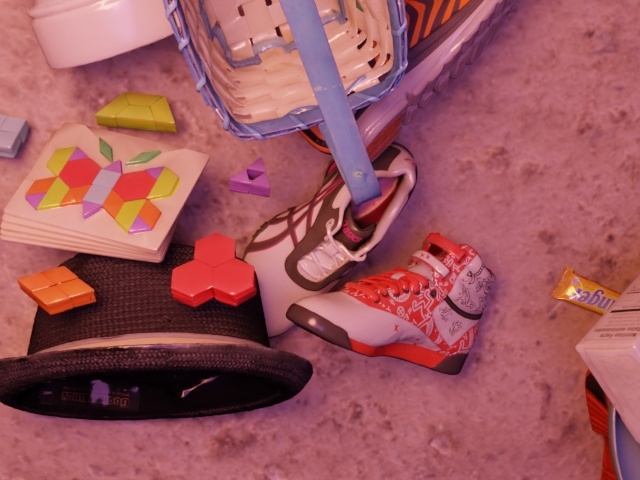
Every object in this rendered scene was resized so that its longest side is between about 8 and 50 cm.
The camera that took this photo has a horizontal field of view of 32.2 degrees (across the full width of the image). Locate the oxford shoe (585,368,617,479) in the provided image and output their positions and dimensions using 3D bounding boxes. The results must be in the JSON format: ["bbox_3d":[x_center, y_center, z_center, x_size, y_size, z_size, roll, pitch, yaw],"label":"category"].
[{"bbox_3d":[0.390,0.272,1.317,0.098,0.097,0.271,-13,101,-9],"label":"oxford shoe"}]

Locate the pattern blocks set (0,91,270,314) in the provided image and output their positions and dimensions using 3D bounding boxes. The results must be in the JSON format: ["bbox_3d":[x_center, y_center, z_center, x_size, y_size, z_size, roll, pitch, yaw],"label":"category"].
[{"bbox_3d":[-0.213,-0.048,1.102,0.325,0.285,0.026,1,140,4],"label":"pattern blocks set"}]

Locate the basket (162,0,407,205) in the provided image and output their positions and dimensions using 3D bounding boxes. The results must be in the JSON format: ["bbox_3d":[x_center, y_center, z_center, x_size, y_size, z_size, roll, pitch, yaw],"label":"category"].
[{"bbox_3d":[-0.027,-0.197,0.947,0.201,0.289,0.254,-19,130,2],"label":"basket"}]

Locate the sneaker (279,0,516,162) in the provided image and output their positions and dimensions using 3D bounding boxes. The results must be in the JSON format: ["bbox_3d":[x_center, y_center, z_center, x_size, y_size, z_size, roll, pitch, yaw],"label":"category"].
[{"bbox_3d":[0.073,-0.236,1.162,0.180,0.124,0.321,42,71,11],"label":"sneaker"}]

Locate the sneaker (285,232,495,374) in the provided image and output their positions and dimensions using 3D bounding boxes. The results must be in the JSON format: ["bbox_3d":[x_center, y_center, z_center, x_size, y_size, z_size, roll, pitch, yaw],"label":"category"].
[{"bbox_3d":[0.084,0.052,1.193,0.270,0.090,0.145,18,96,-43],"label":"sneaker"}]

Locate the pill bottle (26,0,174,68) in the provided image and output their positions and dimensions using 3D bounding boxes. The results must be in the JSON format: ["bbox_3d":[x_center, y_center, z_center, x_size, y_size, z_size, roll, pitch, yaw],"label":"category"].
[{"bbox_3d":[-0.243,-0.361,1.046,0.204,0.204,0.361,-20,109,-4],"label":"pill bottle"}]

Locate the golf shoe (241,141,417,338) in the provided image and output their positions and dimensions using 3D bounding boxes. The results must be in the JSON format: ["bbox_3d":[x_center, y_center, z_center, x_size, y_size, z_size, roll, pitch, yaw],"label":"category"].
[{"bbox_3d":[0.000,0.000,1.200,0.105,0.120,0.273,37,95,-14],"label":"golf shoe"}]

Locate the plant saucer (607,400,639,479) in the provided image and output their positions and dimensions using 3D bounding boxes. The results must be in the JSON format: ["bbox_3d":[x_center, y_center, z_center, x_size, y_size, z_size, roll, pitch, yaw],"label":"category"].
[{"bbox_3d":[0.445,0.214,1.284,0.318,0.044,0.317,4,82,-29],"label":"plant saucer"}]

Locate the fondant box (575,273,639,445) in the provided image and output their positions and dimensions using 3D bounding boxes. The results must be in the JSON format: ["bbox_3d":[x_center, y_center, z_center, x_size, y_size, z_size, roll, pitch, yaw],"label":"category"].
[{"bbox_3d":[0.463,0.104,1.228,0.330,0.096,0.238,-42,105,-24],"label":"fondant box"}]

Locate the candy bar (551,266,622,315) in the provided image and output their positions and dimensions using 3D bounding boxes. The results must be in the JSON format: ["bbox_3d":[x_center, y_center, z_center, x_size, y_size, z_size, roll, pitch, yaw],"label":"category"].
[{"bbox_3d":[0.351,0.078,1.313,0.161,0.018,0.040,23,97,-11],"label":"candy bar"}]

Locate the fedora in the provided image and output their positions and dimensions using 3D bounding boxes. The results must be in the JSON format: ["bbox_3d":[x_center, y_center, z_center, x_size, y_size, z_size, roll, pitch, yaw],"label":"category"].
[{"bbox_3d":[-0.176,0.090,1.147,0.334,0.334,0.152,0,71,-8],"label":"fedora"}]
